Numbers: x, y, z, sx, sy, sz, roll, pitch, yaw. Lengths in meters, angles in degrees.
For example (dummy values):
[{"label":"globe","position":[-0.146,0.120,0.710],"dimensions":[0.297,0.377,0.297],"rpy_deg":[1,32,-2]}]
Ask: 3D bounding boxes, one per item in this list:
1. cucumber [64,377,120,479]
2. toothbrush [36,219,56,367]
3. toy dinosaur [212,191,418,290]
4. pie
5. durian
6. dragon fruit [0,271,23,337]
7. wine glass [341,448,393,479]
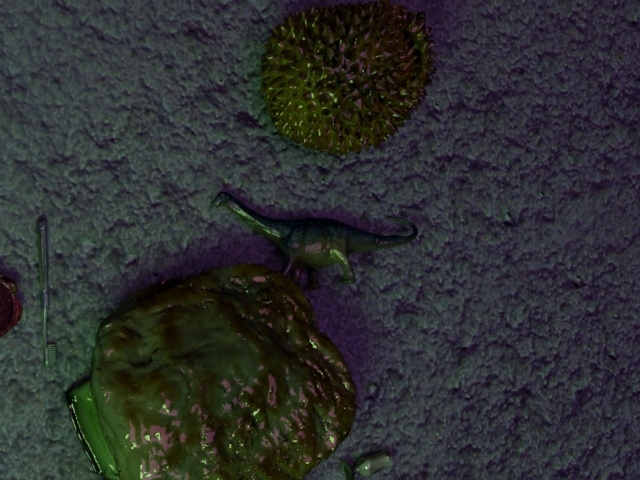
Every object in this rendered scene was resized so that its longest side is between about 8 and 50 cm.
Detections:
[{"label":"cucumber","position":[-0.294,0.285,1.740],"dimensions":[0.193,0.115,0.086],"rpy_deg":[58,24,-6]},{"label":"toothbrush","position":[-0.408,0.079,1.732],"dimensions":[0.019,0.016,0.219],"rpy_deg":[-3,89,-26]},{"label":"toy dinosaur","position":[-0.004,0.011,1.889],"dimensions":[0.363,0.076,0.147],"rpy_deg":[6,78,-20]},{"label":"pie","position":[-0.152,0.230,1.688],"dimensions":[0.418,0.180,0.395],"rpy_deg":[-34,90,-43]},{"label":"durian","position":[0.052,-0.263,1.848],"dimensions":[0.293,0.258,0.258],"rpy_deg":[-21,96,-35]},{"label":"dragon fruit","position":[-0.492,0.101,1.670],"dimensions":[0.112,0.068,0.126],"rpy_deg":[38,60,-29]},{"label":"wine glass","position":[0.078,0.370,1.929],"dimensions":[0.083,0.042,0.039],"rpy_deg":[-16,132,-27]}]
